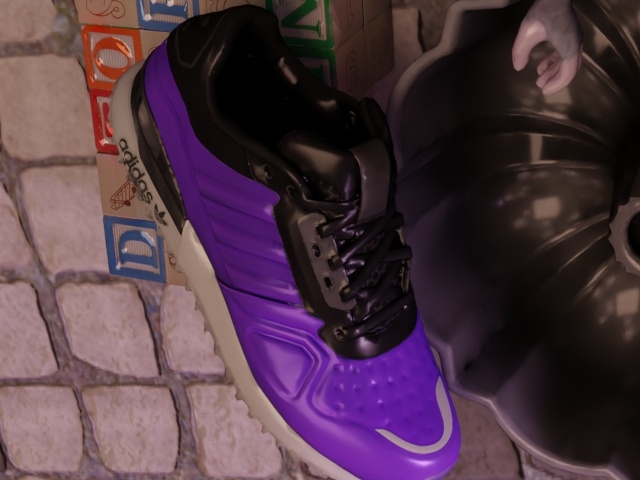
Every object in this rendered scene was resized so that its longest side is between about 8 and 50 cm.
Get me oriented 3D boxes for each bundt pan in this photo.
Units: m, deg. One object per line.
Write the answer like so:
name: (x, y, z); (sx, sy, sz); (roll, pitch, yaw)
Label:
bundt pan: (0.201, -0.025, 1.046); (0.331, 0.124, 0.330); (11, 119, 21)

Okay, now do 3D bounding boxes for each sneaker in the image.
sneaker: (-0.001, 0.000, 1.024); (0.293, 0.102, 0.146); (57, 138, 3)

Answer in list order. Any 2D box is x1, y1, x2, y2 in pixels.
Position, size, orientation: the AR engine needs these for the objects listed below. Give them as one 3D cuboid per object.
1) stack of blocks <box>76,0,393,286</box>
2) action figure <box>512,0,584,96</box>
stack of blocks: (-0.050, -0.118, 1.146); (0.171, 0.087, 0.297); (8, 117, 23)
action figure: (0.102, -0.255, 0.862); (0.276, 0.370, 0.248); (-43, 129, 17)
